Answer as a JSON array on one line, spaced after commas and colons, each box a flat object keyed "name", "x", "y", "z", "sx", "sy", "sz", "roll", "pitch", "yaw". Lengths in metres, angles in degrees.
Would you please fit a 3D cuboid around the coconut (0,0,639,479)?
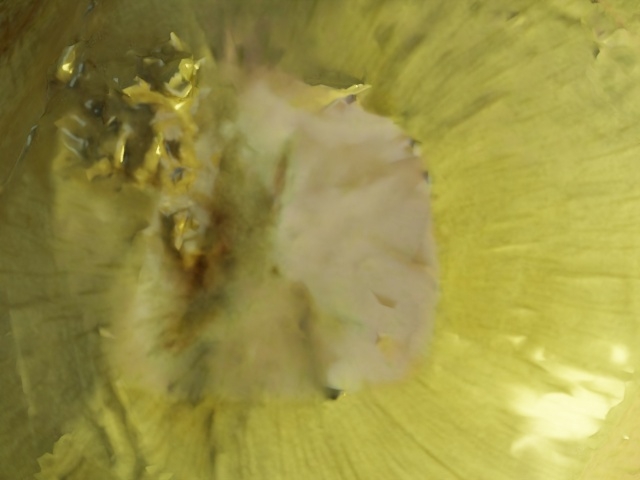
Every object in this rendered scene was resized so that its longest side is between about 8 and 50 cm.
[{"name": "coconut", "x": 0.000, "y": 0.000, "z": 0.709, "sx": 0.297, "sy": 0.254, "sz": 0.297, "roll": 0, "pitch": 90, "yaw": -1}]
